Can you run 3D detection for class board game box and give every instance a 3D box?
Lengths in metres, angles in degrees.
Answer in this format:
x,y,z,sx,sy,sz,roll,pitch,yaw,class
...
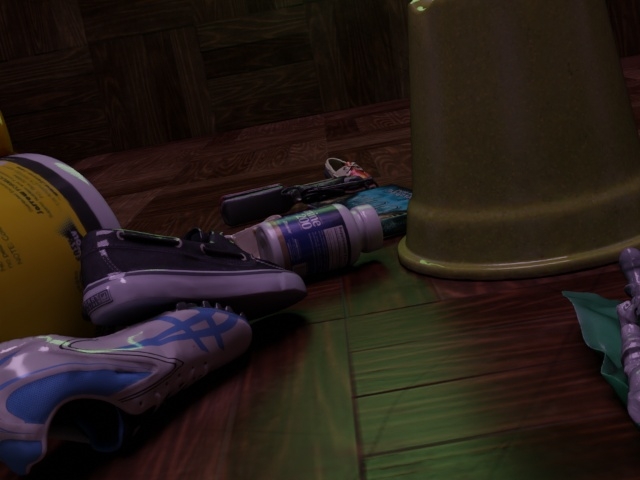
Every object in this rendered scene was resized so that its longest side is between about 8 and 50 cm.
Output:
x,y,z,sx,sy,sz,roll,pitch,yaw,class
0.071,-0.036,1.067,0.126,0.026,0.186,-14,14,-17,board game box

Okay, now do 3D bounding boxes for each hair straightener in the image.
x,y,z,sx,sy,sz,roll,pitch,yaw,class
-0.027,-0.056,1.215,0.230,0.047,0.089,-8,13,-6,hair straightener

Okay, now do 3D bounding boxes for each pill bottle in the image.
x,y,z,sx,sy,sz,roll,pitch,yaw,class
0.000,0.000,0.884,0.120,0.067,0.067,-15,14,-17,pill bottle
-0.307,0.061,0.609,0.188,0.188,0.334,-2,16,32,pill bottle

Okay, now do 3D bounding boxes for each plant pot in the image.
x,y,z,sx,sy,sz,roll,pitch,yaw,class
0.191,-0.124,0.847,0.276,0.254,0.276,-11,13,3,plant pot

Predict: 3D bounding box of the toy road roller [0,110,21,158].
x,y,z,sx,sy,sz,roll,pitch,yaw,class
-0.515,-0.084,1.266,0.202,0.241,0.329,-17,15,-25,toy road roller

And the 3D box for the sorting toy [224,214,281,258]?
x,y,z,sx,sy,sz,roll,pitch,yaw,class
-0.092,0.007,0.996,0.075,0.045,0.083,-9,12,42,sorting toy

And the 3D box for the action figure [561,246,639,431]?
x,y,z,sx,sy,sz,roll,pitch,yaw,class
0.209,0.062,0.486,0.137,0.063,0.232,-4,18,15,action figure

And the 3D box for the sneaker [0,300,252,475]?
x,y,z,sx,sy,sz,roll,pitch,yaw,class
-0.130,0.098,0.597,0.085,0.086,0.237,-35,-15,33,sneaker

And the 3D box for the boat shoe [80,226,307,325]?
x,y,z,sx,sy,sz,roll,pitch,yaw,class
-0.099,0.024,0.699,0.080,0.076,0.228,-31,-21,36,boat shoe

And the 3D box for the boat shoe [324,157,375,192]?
x,y,z,sx,sy,sz,roll,pitch,yaw,class
0.043,-0.100,1.325,0.049,0.043,0.137,-13,15,-20,boat shoe
